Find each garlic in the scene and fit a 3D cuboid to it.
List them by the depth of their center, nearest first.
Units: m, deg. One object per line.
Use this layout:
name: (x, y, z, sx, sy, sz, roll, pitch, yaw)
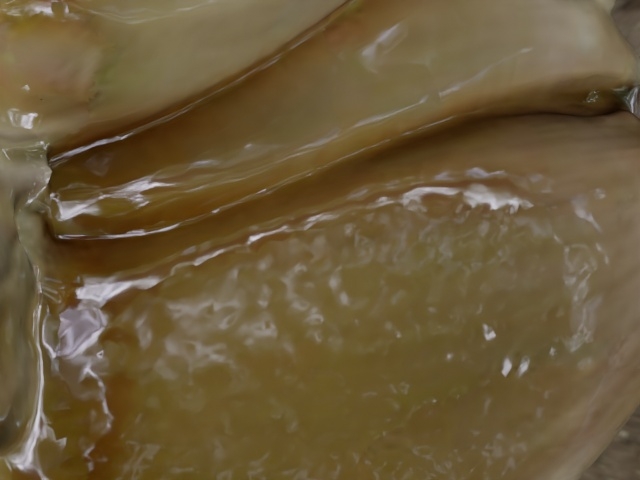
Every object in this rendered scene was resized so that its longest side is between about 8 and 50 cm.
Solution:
garlic: (0.000, 0.000, 0.545, 0.228, 0.110, 0.217, -4, 109, -23)
